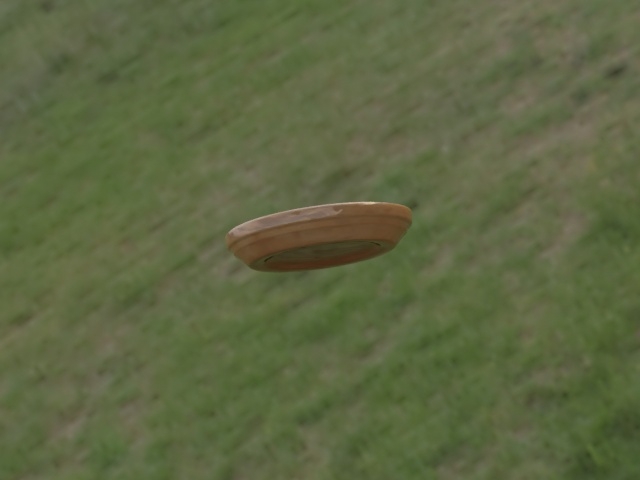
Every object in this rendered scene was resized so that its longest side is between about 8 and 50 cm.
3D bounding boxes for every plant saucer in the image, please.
[{"bbox_3d":[0.000,0.000,1.933,0.200,0.037,0.200,-8,-10,-1],"label":"plant saucer"}]
